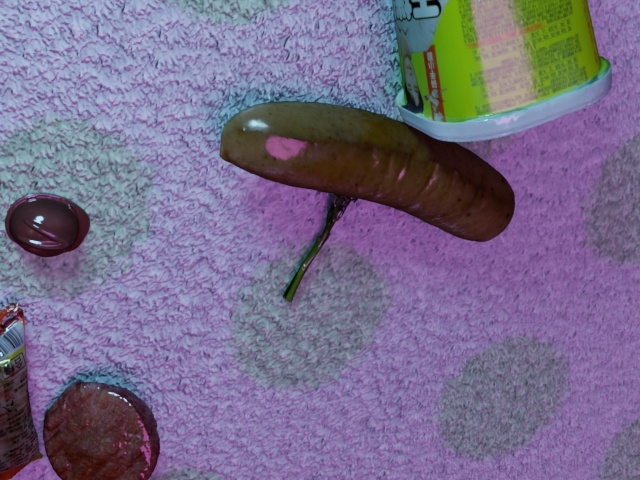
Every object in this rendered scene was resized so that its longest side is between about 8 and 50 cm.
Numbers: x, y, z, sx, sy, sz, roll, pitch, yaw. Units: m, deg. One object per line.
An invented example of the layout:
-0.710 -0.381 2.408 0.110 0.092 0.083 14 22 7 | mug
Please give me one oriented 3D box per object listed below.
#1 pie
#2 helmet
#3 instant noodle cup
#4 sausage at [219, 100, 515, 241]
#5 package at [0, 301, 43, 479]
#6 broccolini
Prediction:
-0.321 0.291 1.401 0.182 0.049 0.182 2 100 13 | pie
-0.357 -0.011 1.271 0.111 0.057 0.089 13 107 -28 | helmet
0.211 -0.324 1.250 0.294 0.294 0.308 -22 115 -12 | instant noodle cup
0.089 -0.107 1.365 0.501 0.123 0.136 15 118 -34 | sausage
-0.488 0.242 1.299 0.223 0.108 0.288 -18 119 -34 | package
0.000 -0.001 1.451 0.044 0.042 0.218 15 115 -30 | broccolini
